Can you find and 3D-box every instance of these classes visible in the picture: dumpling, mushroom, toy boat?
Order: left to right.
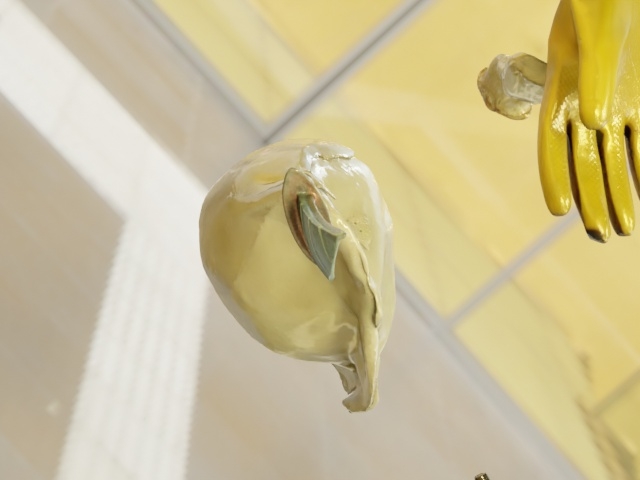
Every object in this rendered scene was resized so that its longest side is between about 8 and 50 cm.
[{"bbox_3d":[-0.003,0.034,1.827,0.341,0.181,0.260,-16,-79,55],"label":"dumpling"},{"bbox_3d":[0.000,0.000,1.515,0.122,0.034,0.096,-118,-172,-68],"label":"toy boat"},{"bbox_3d":[0.184,-0.144,1.812,0.059,0.054,0.202,16,-1,-5],"label":"mushroom"}]

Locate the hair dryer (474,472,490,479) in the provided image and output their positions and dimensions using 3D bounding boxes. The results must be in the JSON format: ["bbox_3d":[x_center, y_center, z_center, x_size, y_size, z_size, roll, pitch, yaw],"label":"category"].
[{"bbox_3d":[0.220,0.293,2.280,0.031,0.083,0.079,-17,-84,61],"label":"hair dryer"}]

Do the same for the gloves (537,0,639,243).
[{"bbox_3d":[0.242,-0.142,1.658,0.133,0.294,0.116,6,-8,-31],"label":"gloves"}]
